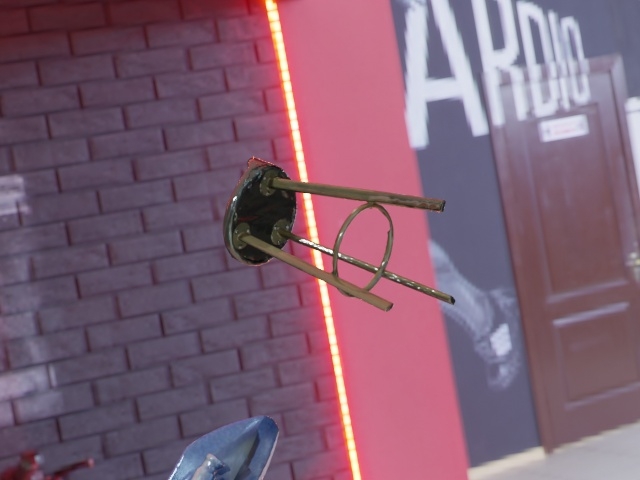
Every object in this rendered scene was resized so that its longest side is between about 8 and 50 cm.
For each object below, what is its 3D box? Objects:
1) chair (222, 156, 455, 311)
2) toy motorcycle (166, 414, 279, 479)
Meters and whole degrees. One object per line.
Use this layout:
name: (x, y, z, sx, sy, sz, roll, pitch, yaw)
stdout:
chair: (0.001, -0.001, 0.959, 0.222, 0.104, 0.095, 21, 42, 38)
toy motorcycle: (-0.090, 0.162, 0.475, 0.205, 0.076, 0.114, -38, 34, 11)
